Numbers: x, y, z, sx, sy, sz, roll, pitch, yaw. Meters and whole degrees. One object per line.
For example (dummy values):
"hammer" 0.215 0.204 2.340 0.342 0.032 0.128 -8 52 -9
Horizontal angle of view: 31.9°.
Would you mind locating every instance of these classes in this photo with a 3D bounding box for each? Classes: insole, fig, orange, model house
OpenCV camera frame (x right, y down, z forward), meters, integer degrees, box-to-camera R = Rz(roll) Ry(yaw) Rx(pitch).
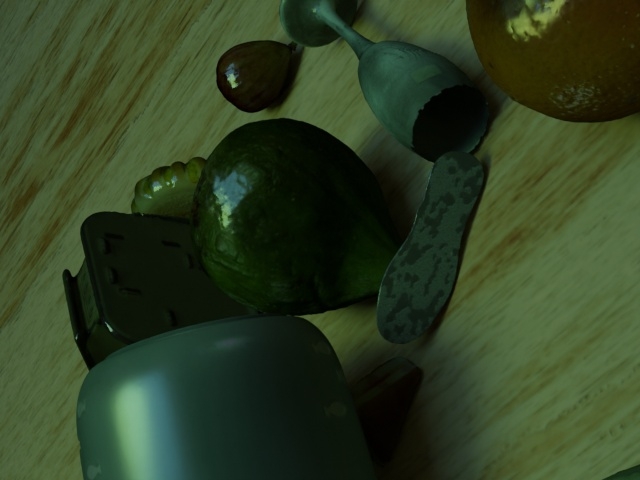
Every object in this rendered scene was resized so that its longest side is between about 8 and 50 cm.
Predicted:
"insole" 0.104 0.008 1.059 0.006 0.065 0.193 -127 56 -85
"fig" -0.066 -0.216 1.373 0.125 0.089 0.089 -35 49 19
"orange" 0.215 -0.205 0.882 0.224 0.170 0.224 -21 63 48
"model house" -0.226 0.134 1.375 0.278 0.205 0.218 -59 36 34
"fig" 0.000 0.000 1.112 0.235 0.203 0.203 32 105 32

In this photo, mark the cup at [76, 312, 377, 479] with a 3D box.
"cup" -0.078 0.229 1.054 0.356 0.259 0.274 88 168 -79

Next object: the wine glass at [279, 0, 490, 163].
"wine glass" 0.026 -0.240 1.103 0.096 0.264 0.309 -34 41 -3

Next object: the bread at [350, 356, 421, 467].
"bread" 0.051 0.163 1.075 0.043 0.062 0.109 27 102 59

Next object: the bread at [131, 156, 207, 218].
"bread" -0.202 -0.057 1.487 0.157 0.094 0.083 -51 45 43

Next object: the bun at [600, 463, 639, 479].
"bun" 0.243 0.242 0.725 0.195 0.118 0.195 -33 51 52
